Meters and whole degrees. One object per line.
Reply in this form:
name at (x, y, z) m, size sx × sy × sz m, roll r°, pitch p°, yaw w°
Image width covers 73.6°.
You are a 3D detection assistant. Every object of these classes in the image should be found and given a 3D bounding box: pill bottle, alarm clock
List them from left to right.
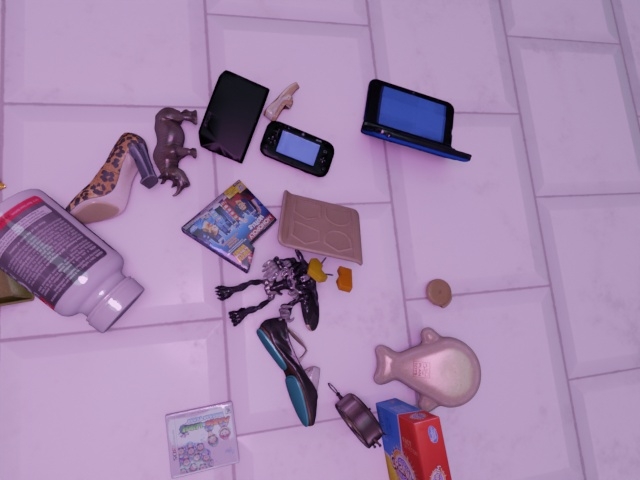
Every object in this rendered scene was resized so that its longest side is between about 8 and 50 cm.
pill bottle at (-0.557, 0.053, 0.939) m, size 0.318 × 0.176 × 0.176 m, roll 42°, pitch 73°, yaw -9°
alarm clock at (0.084, 0.429, 1.067) m, size 0.064 × 0.129 × 0.192 m, roll -39°, pitch 70°, yaw -18°

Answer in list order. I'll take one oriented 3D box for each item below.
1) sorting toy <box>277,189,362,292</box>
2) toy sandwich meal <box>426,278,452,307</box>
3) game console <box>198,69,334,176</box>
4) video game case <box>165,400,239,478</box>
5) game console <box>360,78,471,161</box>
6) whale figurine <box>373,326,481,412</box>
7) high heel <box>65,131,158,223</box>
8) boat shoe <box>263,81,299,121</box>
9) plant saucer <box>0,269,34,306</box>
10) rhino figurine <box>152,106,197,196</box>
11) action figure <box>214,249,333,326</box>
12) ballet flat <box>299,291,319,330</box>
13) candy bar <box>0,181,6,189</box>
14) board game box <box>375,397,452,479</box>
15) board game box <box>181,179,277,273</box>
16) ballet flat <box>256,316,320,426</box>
sorting toy at (0.000, 0.000, 1.089) m, size 0.228 × 0.041 × 0.307 m, roll 16°, pitch 40°, yaw -12°
toy sandwich meal at (0.339, 0.151, 1.228) m, size 0.085 × 0.029 × 0.086 m, roll 2°, pitch 78°, yaw -9°
game console at (-0.131, -0.291, 1.158) m, size 0.361 × 0.044 × 0.213 m, roll 20°, pitch 91°, yaw -12°
video game case at (-0.280, 0.472, 1.019) m, size 0.157 × 0.019 × 0.143 m, roll -7°, pitch 82°, yaw -15°
game console at (0.282, -0.353, 1.235) m, size 0.293 × 0.250 × 0.174 m, roll 13°, pitch 104°, yaw -11°
whale figurine at (0.281, 0.342, 1.142) m, size 0.271 × 0.141 × 0.217 m, roll 1°, pitch 79°, yaw 11°
high heel at (-0.536, -0.154, 1.057) m, size 0.261 × 0.093 × 0.186 m, roll -30°, pitch 62°, yaw -2°
boat shoe at (-0.102, -0.387, 1.205) m, size 0.045 × 0.050 × 0.135 m, roll 43°, pitch 83°, yaw -7°
plant saucer at (-0.737, 0.062, 0.915) m, size 0.045 × 0.188 × 0.189 m, roll -23°, pitch 85°, yaw 15°
rhino figurine at (-0.372, -0.230, 1.095) m, size 0.106 × 0.073 × 0.244 m, roll 2°, pitch 81°, yaw -18°
action figure at (-0.103, 0.119, 1.036) m, size 0.275 × 0.141 × 0.164 m, roll -22°, pitch 97°, yaw 1°
ballet flat at (-0.040, 0.153, 1.131) m, size 0.057 × 0.049 × 0.173 m, roll -4°, pitch 80°, yaw -57°
candy bar at (-0.801, -0.186, 1.008) m, size 0.040 × 0.018 × 0.162 m, roll -29°, pitch 88°, yaw -20°
board game box at (0.229, 0.562, 1.015) m, size 0.064 × 0.242 × 0.317 m, roll -8°, pitch 81°, yaw -15°
board game box at (-0.217, -0.020, 1.103) m, size 0.194 × 0.060 × 0.194 m, roll -43°, pitch 93°, yaw -17°
ballet flat at (-0.058, 0.316, 1.068) m, size 0.096 × 0.095 × 0.281 m, roll -25°, pitch 87°, yaw -29°
